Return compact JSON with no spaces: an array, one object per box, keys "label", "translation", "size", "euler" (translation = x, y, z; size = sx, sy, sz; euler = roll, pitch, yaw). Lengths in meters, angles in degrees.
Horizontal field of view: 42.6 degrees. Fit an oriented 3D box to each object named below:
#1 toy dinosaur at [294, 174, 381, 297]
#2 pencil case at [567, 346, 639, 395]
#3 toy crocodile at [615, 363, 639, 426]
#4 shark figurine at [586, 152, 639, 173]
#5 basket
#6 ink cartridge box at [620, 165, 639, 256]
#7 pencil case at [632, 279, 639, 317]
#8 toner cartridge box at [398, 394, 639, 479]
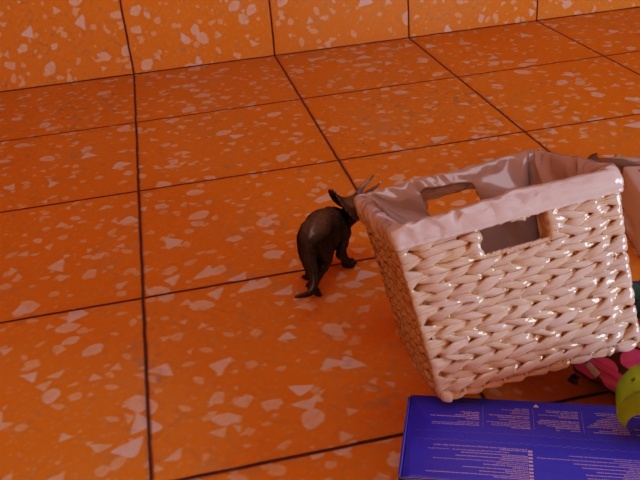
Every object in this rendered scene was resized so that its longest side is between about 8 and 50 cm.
[{"label":"toy dinosaur","translation":[0.000,0.000,1.541],"size":[0.121,0.160,0.313],"euler":[13,33,30]},{"label":"pencil case","translation":[0.462,0.205,1.172],"size":[0.098,0.095,0.209],"euler":[18,7,-42]},{"label":"toy crocodile","translation":[0.531,0.236,1.013],"size":[0.340,0.105,0.115],"euler":[20,30,-7]},{"label":"shark figurine","translation":[0.681,-0.123,1.734],"size":[0.278,0.116,0.166],"euler":[12,-2,13]},{"label":"basket","translation":[0.253,0.032,1.235],"size":[0.328,0.267,0.331],"euler":[-15,13,-3]},{"label":"ink cartridge box","translation":[0.738,-0.060,1.582],"size":[0.272,0.115,0.198],"euler":[-2,29,5]},{"label":"pencil case","translation":[0.524,0.097,1.384],"size":[0.151,0.065,0.070],"euler":[-15,46,-18]},{"label":"toner cartridge box","translation":[0.281,0.288,1.063],"size":[0.347,0.075,0.165],"euler":[1,30,11]}]
